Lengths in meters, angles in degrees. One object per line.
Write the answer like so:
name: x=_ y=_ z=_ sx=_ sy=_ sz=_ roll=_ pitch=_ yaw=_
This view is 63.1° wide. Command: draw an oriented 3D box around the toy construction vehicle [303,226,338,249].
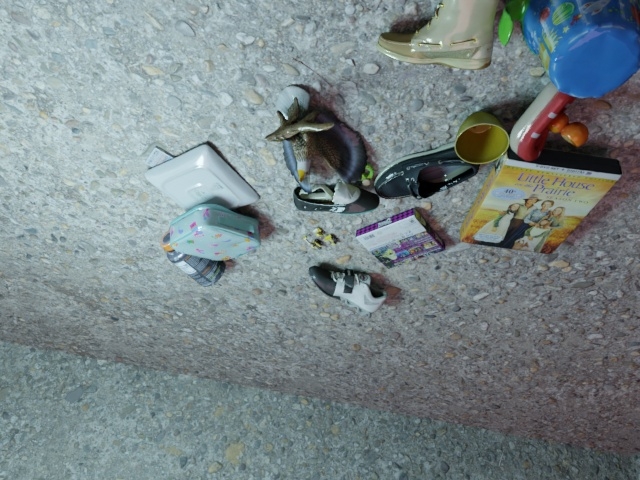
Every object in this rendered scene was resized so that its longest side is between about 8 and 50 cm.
toy construction vehicle: x=0.000 y=0.000 z=1.838 sx=0.086 sy=0.035 sz=0.098 roll=-27 pitch=129 yaw=36

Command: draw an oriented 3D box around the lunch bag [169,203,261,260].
lunch bag: x=-0.346 y=-0.025 z=1.765 sx=0.224 sy=0.107 sz=0.279 roll=-27 pitch=152 yaw=33

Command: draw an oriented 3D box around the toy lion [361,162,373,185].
toy lion: x=0.111 y=-0.217 z=1.556 sx=0.100 sy=0.034 sz=0.096 roll=14 pitch=134 yaw=-6

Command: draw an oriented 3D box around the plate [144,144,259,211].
plate: x=-0.385 y=-0.165 z=1.692 sx=0.278 sy=0.045 sz=0.277 roll=-18 pitch=137 yaw=27

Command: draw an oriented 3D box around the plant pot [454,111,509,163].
plant pot: x=0.417 y=-0.281 z=1.360 sx=0.134 sy=0.095 sz=0.134 roll=5 pitch=142 yaw=4

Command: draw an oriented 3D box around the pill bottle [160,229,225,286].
pill bottle: x=-0.475 y=0.056 z=1.926 sx=0.131 sy=0.130 sz=0.245 roll=-17 pitch=135 yaw=28

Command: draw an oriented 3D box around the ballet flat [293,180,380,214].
ballet flat: x=0.038 y=-0.132 z=1.598 sx=0.281 sy=0.095 sz=0.096 roll=-1 pitch=144 yaw=22

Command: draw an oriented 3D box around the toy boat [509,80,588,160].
toy boat: x=0.571 y=-0.280 z=1.253 sx=0.151 sy=0.151 sz=0.231 roll=43 pitch=136 yaw=14

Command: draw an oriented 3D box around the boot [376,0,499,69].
boot: x=0.256 y=-0.491 z=1.137 sx=0.262 sy=0.095 sz=0.203 roll=14 pitch=135 yaw=17

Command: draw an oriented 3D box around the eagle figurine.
eagle figurine: x=-0.028 y=-0.255 z=1.443 sx=0.226 sy=0.225 sz=0.298 roll=38 pitch=-174 yaw=25

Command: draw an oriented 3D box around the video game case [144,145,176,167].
video game case: x=-0.485 y=-0.241 z=1.654 sx=0.122 sy=0.011 sz=0.087 roll=30 pitch=136 yaw=-24

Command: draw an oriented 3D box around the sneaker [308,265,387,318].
sneaker: x=0.110 y=0.159 z=1.970 sx=0.331 sy=0.122 sz=0.146 roll=31 pitch=119 yaw=-23

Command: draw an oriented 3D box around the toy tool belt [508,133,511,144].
toy tool belt: x=0.522 y=-0.260 z=1.402 sx=0.051 sy=0.052 sz=0.083 roll=34 pitch=136 yaw=-16

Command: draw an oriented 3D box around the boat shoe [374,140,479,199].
boat shoe: x=0.302 y=-0.176 z=1.499 sx=0.340 sy=0.113 sz=0.127 roll=-16 pitch=136 yaw=28

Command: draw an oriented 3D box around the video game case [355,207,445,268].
video game case: x=0.272 y=-0.001 z=1.778 sx=0.232 sy=0.041 sz=0.210 roll=-22 pitch=132 yaw=33

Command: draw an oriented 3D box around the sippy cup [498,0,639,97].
sippy cup: x=0.542 y=-0.419 z=1.064 sx=0.306 sy=0.224 sz=0.240 roll=-17 pitch=134 yaw=29

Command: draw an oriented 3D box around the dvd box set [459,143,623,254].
dvd box set: x=0.619 y=-0.104 z=1.528 sx=0.308 sy=0.062 sz=0.420 roll=8 pitch=149 yaw=0
